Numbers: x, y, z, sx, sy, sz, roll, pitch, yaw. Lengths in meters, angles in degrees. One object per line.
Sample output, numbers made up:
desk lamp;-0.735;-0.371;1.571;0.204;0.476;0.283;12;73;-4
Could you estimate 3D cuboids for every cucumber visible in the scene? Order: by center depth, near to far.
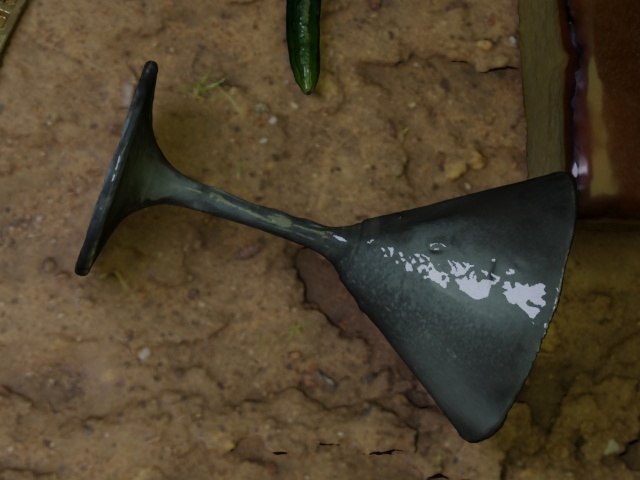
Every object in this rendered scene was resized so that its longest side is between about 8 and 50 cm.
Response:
cucumber;-0.017;-0.224;1.553;0.039;0.039;0.168;3;78;-17

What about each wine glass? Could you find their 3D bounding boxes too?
wine glass;0.000;0.000;1.399;0.406;0.267;0.267;18;72;-9

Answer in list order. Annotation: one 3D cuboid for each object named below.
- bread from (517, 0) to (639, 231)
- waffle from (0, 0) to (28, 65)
bread;0.372;-0.165;1.608;0.333;0.143;0.323;0;78;-18
waffle;-0.327;-0.219;1.462;0.092;0.021;0.135;24;72;-10
